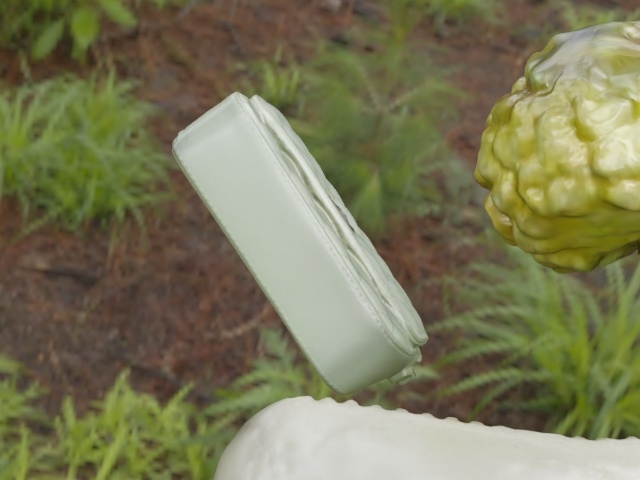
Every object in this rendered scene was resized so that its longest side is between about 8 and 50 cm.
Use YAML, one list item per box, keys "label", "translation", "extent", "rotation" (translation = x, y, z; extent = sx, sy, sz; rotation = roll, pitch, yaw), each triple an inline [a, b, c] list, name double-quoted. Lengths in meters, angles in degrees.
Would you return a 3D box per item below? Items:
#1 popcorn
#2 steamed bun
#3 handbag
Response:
- label: "popcorn"
  translation: [0.206, -0.055, 1.077]
  extent: [0.189, 0.169, 0.218]
  rotation: [5, 22, 41]
- label: "steamed bun"
  translation: [0.124, 0.225, 1.018]
  extent: [0.384, 0.247, 0.236]
  rotation: [2, 74, -4]
- label: "handbag"
  translation: [0.000, 0.000, 1.321]
  extent: [0.256, 0.079, 0.219]
  rotation: [56, 12, 7]
